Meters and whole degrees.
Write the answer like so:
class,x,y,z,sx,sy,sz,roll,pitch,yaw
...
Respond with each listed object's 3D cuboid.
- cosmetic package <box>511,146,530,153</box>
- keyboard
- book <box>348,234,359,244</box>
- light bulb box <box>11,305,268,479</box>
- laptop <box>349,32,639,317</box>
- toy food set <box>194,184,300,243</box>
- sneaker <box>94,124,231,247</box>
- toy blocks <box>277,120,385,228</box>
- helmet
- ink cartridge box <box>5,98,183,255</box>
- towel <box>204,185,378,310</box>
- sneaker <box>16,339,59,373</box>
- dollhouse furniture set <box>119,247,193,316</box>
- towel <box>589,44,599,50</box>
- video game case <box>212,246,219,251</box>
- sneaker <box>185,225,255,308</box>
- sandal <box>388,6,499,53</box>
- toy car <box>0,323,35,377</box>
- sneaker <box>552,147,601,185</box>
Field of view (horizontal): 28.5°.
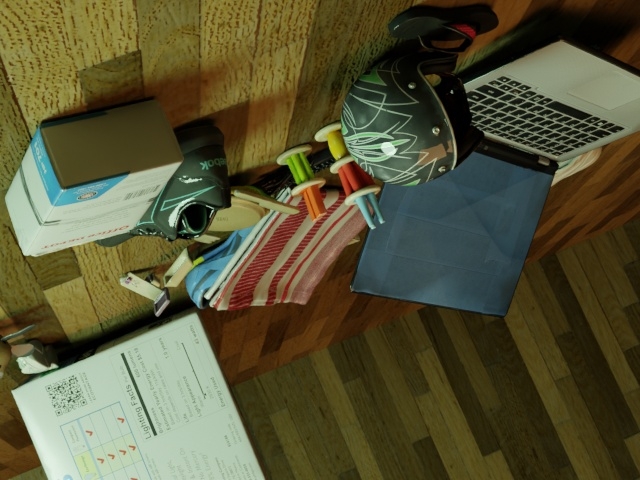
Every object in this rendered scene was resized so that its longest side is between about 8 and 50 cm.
class,x,y,z,sx,sy,sz,roll,pitch,yaw
cosmetic package,0.389,-0.195,2.011,0.060,0.099,0.239,-17,167,-30
keyboard,-0.050,-0.078,1.817,0.192,0.038,0.100,-27,168,9
book,0.000,0.000,2.291,0.096,0.035,0.144,-25,169,20
light bulb box,-0.328,0.354,2.340,0.361,0.358,0.225,-22,-178,-5
laptop,0.299,-0.070,1.805,0.407,0.236,0.382,-22,157,39
toy food set,-0.135,-0.047,1.761,0.192,0.039,0.132,-18,155,40
sneaker,-0.200,-0.039,1.528,0.101,0.106,0.267,-15,167,-43
toy blocks,0.018,-0.070,1.707,0.123,0.148,0.054,-30,167,28
helmet,0.105,-0.143,1.507,0.161,0.169,0.169,-39,-179,-42
ink cartridge box,-0.249,-0.065,1.362,0.139,0.082,0.190,-17,168,-30
towel,-0.038,0.013,2.045,0.237,0.037,0.329,-54,160,15
sneaker,-0.499,0.210,2.187,0.061,0.054,0.152,-21,169,-2
dollhouse furniture set,-0.264,0.040,1.999,0.081,0.091,0.114,31,109,-26
towel,0.331,-0.243,1.866,0.152,0.023,0.113,-17,166,-30
video game case,-0.103,0.007,2.145,0.157,0.019,0.143,-23,168,-4
sneaker,-0.130,0.036,2.023,0.209,0.082,0.069,-36,149,23
sandal,0.146,-0.240,1.462,0.179,0.040,0.067,-11,163,-48
toy car,-0.513,0.197,1.921,0.188,0.149,0.155,-30,163,-29
sneaker,0.375,-0.127,2.311,0.292,0.108,0.169,-36,165,11
